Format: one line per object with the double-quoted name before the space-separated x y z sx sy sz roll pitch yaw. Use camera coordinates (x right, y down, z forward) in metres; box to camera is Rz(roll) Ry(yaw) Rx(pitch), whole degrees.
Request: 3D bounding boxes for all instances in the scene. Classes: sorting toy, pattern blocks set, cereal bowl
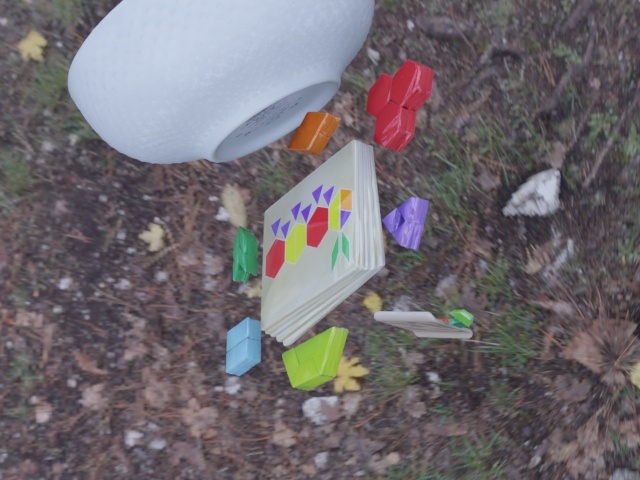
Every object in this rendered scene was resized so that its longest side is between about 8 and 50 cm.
"sorting toy" 0.091 0.064 0.857 0.083 0.062 0.012 -3 71 40
"pattern blocks set" 0.000 0.000 1.034 0.325 0.026 0.285 -26 54 54
"cereal bowl" -0.082 -0.181 1.153 0.339 0.339 0.141 -31 84 10
